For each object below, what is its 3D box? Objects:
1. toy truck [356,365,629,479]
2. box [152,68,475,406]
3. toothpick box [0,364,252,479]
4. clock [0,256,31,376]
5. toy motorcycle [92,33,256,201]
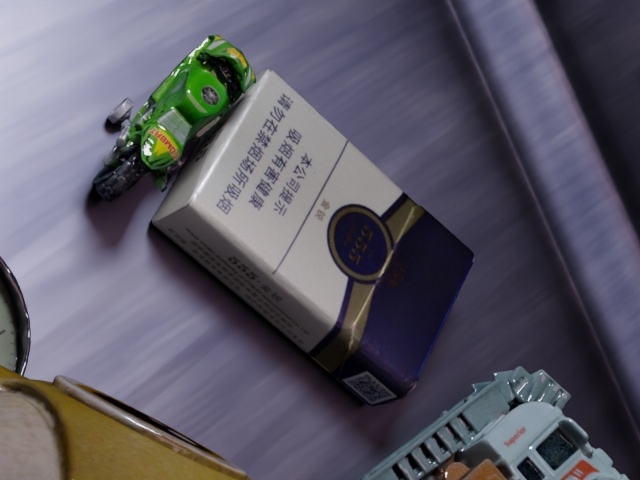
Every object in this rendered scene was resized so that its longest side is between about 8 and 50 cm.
[{"bbox_3d":[0.120,0.235,1.645,0.338,0.133,0.184,-37,88,-37],"label":"toy truck"},{"bbox_3d":[0.000,0.000,1.675,0.259,0.071,0.168,40,54,-18],"label":"box"},{"bbox_3d":[-0.203,0.279,1.208,0.425,0.409,0.409,-9,79,-45],"label":"toothpick box"},{"bbox_3d":[-0.297,0.066,1.449,0.184,0.040,0.184,13,66,-33],"label":"clock"},{"bbox_3d":[-0.111,-0.104,1.608,0.074,0.106,0.190,47,51,-13],"label":"toy motorcycle"}]
